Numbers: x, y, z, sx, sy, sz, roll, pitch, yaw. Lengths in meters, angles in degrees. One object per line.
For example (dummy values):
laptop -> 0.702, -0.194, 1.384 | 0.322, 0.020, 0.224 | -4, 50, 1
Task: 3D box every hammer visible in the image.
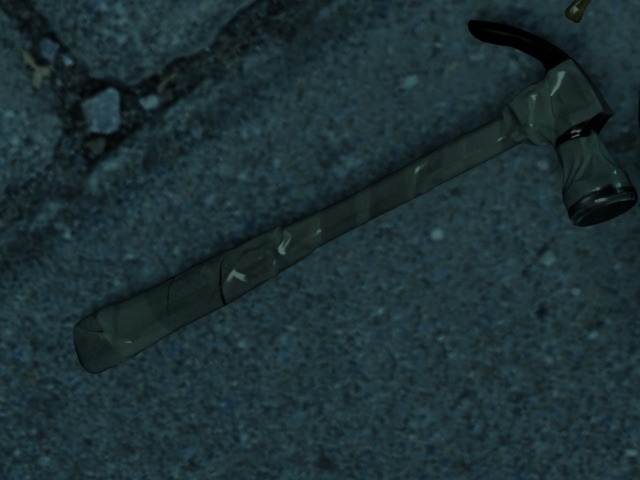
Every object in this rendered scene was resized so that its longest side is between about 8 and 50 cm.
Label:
hammer -> 0.000, 0.000, 1.028 | 0.427, 0.044, 0.152 | -29, 71, 21

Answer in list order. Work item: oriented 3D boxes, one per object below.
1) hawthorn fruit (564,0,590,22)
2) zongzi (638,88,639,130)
hawthorn fruit -> 0.181, -0.267, 0.847 | 0.165, 0.165, 0.285 | 7, 90, 8
zongzi -> 0.388, 0.063, 0.924 | 0.362, 0.319, 0.383 | -22, 123, 7
